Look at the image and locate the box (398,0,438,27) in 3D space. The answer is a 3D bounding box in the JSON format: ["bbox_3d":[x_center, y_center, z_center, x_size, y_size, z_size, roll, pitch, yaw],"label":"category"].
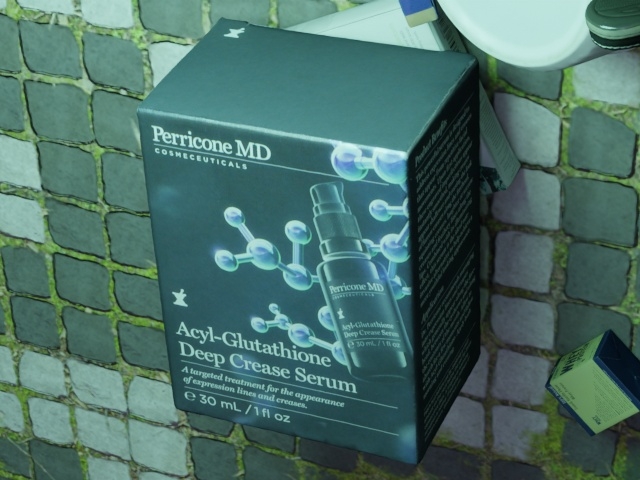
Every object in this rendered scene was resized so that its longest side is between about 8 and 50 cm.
[{"bbox_3d":[0.063,-0.334,1.778,0.036,0.136,0.225,-16,115,7],"label":"box"}]

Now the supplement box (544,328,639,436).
[{"bbox_3d":[0.314,0.160,2.040,0.083,0.056,0.083,47,130,-9],"label":"supplement box"}]

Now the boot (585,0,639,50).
[{"bbox_3d":[0.345,-0.165,1.627,0.085,0.236,0.178,48,152,47],"label":"boot"}]

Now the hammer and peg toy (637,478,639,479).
[{"bbox_3d":[0.498,0.389,2.057,0.361,0.127,0.266,45,130,-7],"label":"hammer and peg toy"}]

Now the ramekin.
[{"bbox_3d":[0.208,-0.283,1.689,0.273,0.127,0.273,30,137,33],"label":"ramekin"}]

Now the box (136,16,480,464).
[{"bbox_3d":[0.000,0.000,1.918,0.294,0.212,0.395,10,126,21],"label":"box"}]

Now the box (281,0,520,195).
[{"bbox_3d":[0.029,-0.131,1.986,0.322,0.058,0.232,-13,116,34],"label":"box"}]
